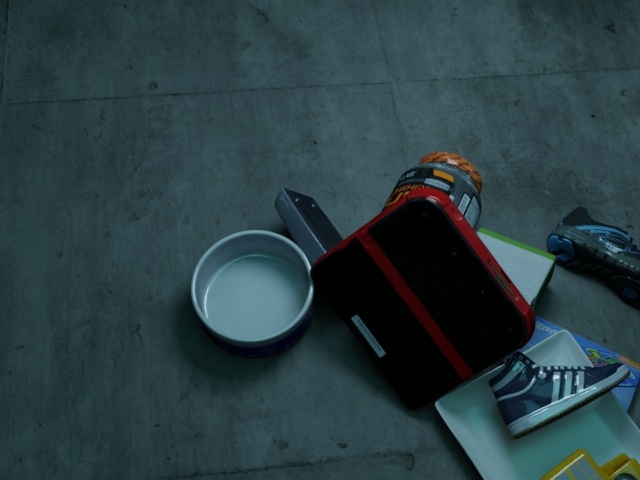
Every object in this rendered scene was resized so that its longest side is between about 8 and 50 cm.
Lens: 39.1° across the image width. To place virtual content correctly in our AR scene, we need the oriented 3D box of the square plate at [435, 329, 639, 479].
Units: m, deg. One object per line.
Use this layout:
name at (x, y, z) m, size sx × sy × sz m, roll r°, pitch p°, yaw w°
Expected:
square plate at (0.467, 0.405, 1.860) m, size 0.344 × 0.049 × 0.347 m, roll -27°, pitch 67°, yaw -13°

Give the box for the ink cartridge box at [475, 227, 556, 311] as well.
ink cartridge box at (0.384, 0.119, 2.003) m, size 0.189 × 0.097 × 0.255 m, roll 23°, pitch 60°, yaw 21°

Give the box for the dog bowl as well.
dog bowl at (-0.144, 0.116, 1.962) m, size 0.265 × 0.104 × 0.265 m, roll -1°, pitch 62°, yaw 2°

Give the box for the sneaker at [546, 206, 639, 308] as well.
sneaker at (0.700, 0.040, 2.072) m, size 0.341 × 0.125 × 0.139 m, roll 34°, pitch 58°, yaw 13°

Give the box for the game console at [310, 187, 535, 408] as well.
game console at (0.209, 0.120, 1.846) m, size 0.386 × 0.342 × 0.060 m, roll 54°, pitch 27°, yaw 0°

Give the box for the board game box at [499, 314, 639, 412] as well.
board game box at (0.550, 0.275, 1.975) m, size 0.281 × 0.027 × 0.145 m, roll 26°, pitch 62°, yaw 12°

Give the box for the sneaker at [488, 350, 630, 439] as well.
sneaker at (0.481, 0.278, 1.842) m, size 0.282 × 0.099 × 0.153 m, roll -24°, pitch 68°, yaw -9°

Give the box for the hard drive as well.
hard drive at (0.000, 0.000, 2.032) m, size 0.054 × 0.172 × 0.255 m, roll -41°, pitch 68°, yaw 16°

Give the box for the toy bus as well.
toy bus at (0.458, 0.512, 1.722) m, size 0.332 × 0.108 × 0.130 m, roll -33°, pitch 69°, yaw -13°

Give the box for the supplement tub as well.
supplement tub at (0.234, -0.031, 2.025) m, size 0.207 × 0.207 × 0.338 m, roll 23°, pitch 54°, yaw 10°
